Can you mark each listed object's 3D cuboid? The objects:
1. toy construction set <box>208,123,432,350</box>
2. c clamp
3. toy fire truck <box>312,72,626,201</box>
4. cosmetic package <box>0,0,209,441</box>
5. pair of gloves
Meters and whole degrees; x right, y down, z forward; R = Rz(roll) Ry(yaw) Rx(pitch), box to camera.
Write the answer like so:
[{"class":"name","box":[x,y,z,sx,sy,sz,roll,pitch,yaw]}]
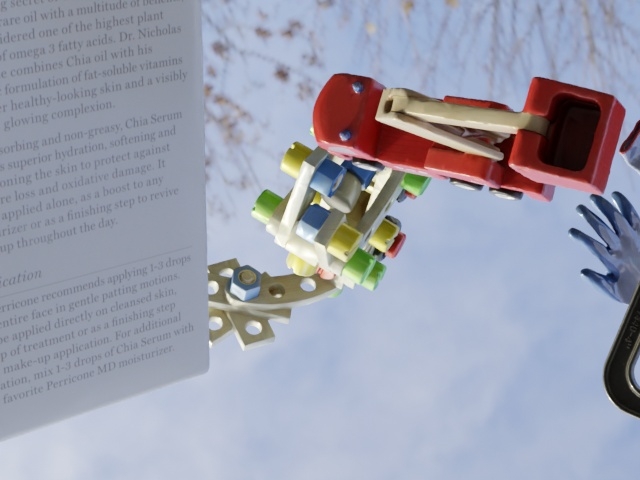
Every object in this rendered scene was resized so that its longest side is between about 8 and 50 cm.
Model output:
[{"class":"toy construction set","box":[0.000,0.000,1.453,0.151,0.327,0.215,38,-125,-2]},{"class":"c clamp","box":[0.312,0.103,1.287,0.137,0.022,0.160,17,-86,19]},{"class":"toy fire truck","box":[0.072,-0.059,0.819,0.192,0.135,0.047,14,-93,23]},{"class":"cosmetic package","box":[-0.219,-0.102,1.103,0.230,0.453,0.161,-15,-155,-38]},{"class":"pair of gloves","box":[0.317,-0.019,1.466,0.023,0.159,0.198,-1,-130,55]}]
